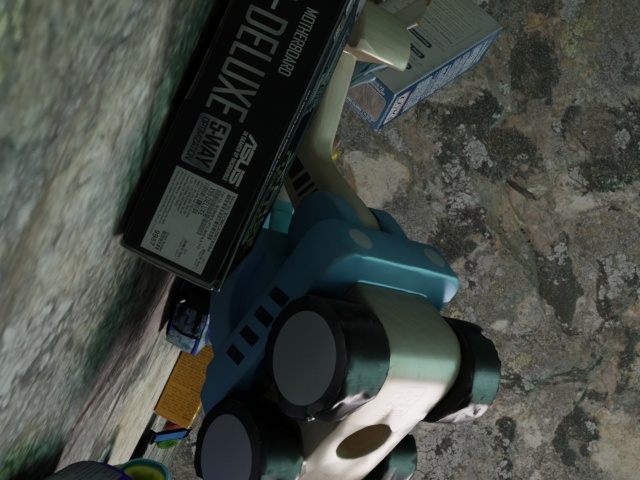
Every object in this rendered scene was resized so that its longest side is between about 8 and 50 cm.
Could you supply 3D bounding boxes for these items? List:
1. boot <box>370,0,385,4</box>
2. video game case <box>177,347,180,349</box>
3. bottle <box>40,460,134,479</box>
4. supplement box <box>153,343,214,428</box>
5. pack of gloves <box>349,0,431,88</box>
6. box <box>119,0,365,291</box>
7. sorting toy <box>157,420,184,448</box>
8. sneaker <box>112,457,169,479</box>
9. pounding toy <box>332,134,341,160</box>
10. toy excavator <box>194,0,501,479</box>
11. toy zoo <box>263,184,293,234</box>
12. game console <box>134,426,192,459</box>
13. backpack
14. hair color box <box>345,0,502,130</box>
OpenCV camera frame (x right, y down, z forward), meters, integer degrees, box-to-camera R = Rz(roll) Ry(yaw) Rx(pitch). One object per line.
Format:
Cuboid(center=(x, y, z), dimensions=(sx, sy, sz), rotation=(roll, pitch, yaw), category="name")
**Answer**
Cuboid(center=(0.080, -0.439, 1.458), dimensions=(0.213, 0.077, 0.165), rotation=(112, -1, -48), category="boot")
Cuboid(center=(-0.171, 0.061, 1.098), dimensions=(0.190, 0.022, 0.173), rotation=(118, -4, -51), category="video game case")
Cuboid(center=(-0.193, 0.230, 0.494), dimensions=(0.283, 0.092, 0.118), rotation=(121, -7, -78), category="bottle")
Cuboid(center=(-0.220, 0.221, 1.290), dimensions=(0.078, 0.080, 0.233), rotation=(117, -4, -87), category="supplement box")
Cuboid(center=(0.024, -0.251, 0.950), dimensions=(0.232, 0.046, 0.195), rotation=(-18, -148, 41), category="pack of gloves")
Cuboid(center=(-0.038, -0.128, 0.567), dimensions=(0.242, 0.077, 0.307), rotation=(-88, -157, -85), category="box")
Cuboid(center=(-0.366, 0.471, 1.725), dimensions=(0.102, 0.061, 0.042), rotation=(-55, -139, 37), category="sorting toy")
Cuboid(center=(-0.255, 0.416, 0.969), dimensions=(0.319, 0.127, 0.208), rotation=(93, 19, -65), category="sneaker")
Cuboid(center=(-0.017, -0.150, 1.710), dimensions=(0.155, 0.154, 0.269), rotation=(119, -5, -72), category="pounding toy")
Cuboid(center=(0.000, 0.000, 0.756), dimensions=(0.433, 0.222, 0.445), rotation=(-54, -134, 25), category="toy excavator")
Cuboid(center=(-0.078, -0.015, 0.964), dimensions=(0.192, 0.030, 0.293), rotation=(142, -43, -65), category="toy zoo")
Cuboid(center=(-0.298, 0.391, 1.303), dimensions=(0.107, 0.071, 0.122), rotation=(-66, -175, -28), category="game console")
Cuboid(center=(-0.143, 0.088, 0.879), dimensions=(0.114, 0.084, 0.105), rotation=(-61, -178, 40), category="backpack")
Cuboid(center=(0.168, -0.363, 1.318), dimensions=(0.347, 0.174, 0.105), rotation=(-36, 166, -34), category="hair color box")
